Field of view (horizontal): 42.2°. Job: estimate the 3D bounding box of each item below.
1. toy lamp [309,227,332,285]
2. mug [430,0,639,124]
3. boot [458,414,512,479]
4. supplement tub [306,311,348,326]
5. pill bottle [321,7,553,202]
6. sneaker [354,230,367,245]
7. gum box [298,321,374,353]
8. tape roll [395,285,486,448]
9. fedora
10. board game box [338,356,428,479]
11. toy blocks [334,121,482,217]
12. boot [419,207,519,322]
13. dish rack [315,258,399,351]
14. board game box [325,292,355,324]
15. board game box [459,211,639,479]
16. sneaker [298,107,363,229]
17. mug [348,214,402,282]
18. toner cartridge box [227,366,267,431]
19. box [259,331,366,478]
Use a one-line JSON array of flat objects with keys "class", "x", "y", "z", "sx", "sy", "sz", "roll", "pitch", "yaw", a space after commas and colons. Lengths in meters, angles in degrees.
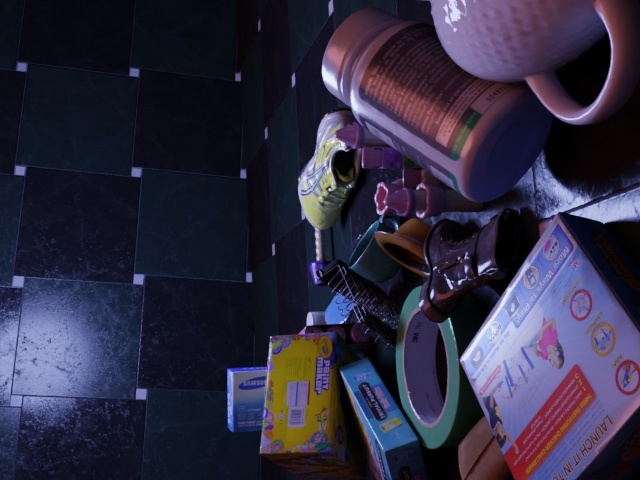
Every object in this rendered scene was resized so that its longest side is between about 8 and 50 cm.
[{"class": "toy lamp", "x": 0.000, "y": 0.000, "z": 2.510, "sx": 0.080, "sy": 0.080, "sz": 0.274, "roll": 137, "pitch": 134, "yaw": -69}, {"class": "mug", "x": 0.302, "y": -0.328, "z": 1.087, "sx": 0.328, "sy": 0.276, "sz": 0.374, "roll": 114, "pitch": 138, "yaw": -64}, {"class": "boot", "x": 0.315, "y": 0.373, "z": 1.374, "sx": 0.269, "sy": 0.089, "sz": 0.236, "roll": 109, "pitch": 168, "yaw": -47}, {"class": "supplement tub", "x": 0.020, "y": 0.238, "z": 2.376, "sx": 0.071, "sy": 0.107, "sz": 0.070, "roll": 179, "pitch": 90, "yaw": -74}, {"class": "pill bottle", "x": 0.180, "y": -0.235, "z": 1.367, "sx": 0.361, "sy": 0.204, "sz": 0.204, "roll": 40, "pitch": 135, "yaw": 33}, {"class": "sneaker", "x": 0.124, "y": 0.020, "z": 2.089, "sx": 0.152, "sy": 0.058, "sz": 0.084, "roll": -138, "pitch": 41, "yaw": -78}, {"class": "gum box", "x": 0.033, "y": 0.260, "z": 2.179, "sx": 0.107, "sy": 0.189, "sz": 0.062, "roll": 123, "pitch": 142, "yaw": -64}, {"class": "tape roll", "x": 0.240, "y": 0.248, "z": 1.649, "sx": 0.321, "sy": 0.077, "sz": 0.321, "roll": 179, "pitch": 90, "yaw": -75}, {"class": "fedora", "x": 0.203, "y": 0.009, "z": 1.704, "sx": 0.079, "sy": 0.194, "sz": 0.194, "roll": -56, "pitch": 12, "yaw": -11}, {"class": "board game box", "x": 0.146, "y": 0.454, "z": 1.838, "sx": 0.336, "sy": 0.079, "sz": 0.253, "roll": -124, "pitch": 17, "yaw": -64}, {"class": "toy blocks", "x": 0.143, "y": -0.186, "z": 1.643, "sx": 0.309, "sy": 0.260, "sz": 0.288, "roll": -165, "pitch": 75, "yaw": -74}, {"class": "boot", "x": 0.279, "y": 0.013, "z": 1.490, "sx": 0.229, "sy": 0.091, "sz": 0.262, "roll": -49, "pitch": 20, "yaw": 45}, {"class": "dish rack", "x": 0.111, "y": 0.166, "z": 1.907, "sx": 0.074, "sy": 0.208, "sz": 0.271, "roll": -46, "pitch": 34, "yaw": 15}, {"class": "board game box", "x": 0.080, "y": 0.165, "z": 2.231, "sx": 0.168, "sy": 0.033, "sz": 0.133, "roll": -58, "pitch": 23, "yaw": -5}, {"class": "board game box", "x": 0.344, "y": 0.174, "z": 1.141, "sx": 0.301, "sy": 0.086, "sz": 0.308, "roll": -109, "pitch": 36, "yaw": -48}, {"class": "sneaker", "x": 0.029, "y": -0.170, "z": 2.275, "sx": 0.147, "sy": 0.145, "sz": 0.384, "roll": -107, "pitch": 21, "yaw": -46}, {"class": "mug", "x": 0.147, "y": 0.023, "z": 1.919, "sx": 0.157, "sy": 0.097, "sz": 0.129, "roll": -57, "pitch": 7, "yaw": 7}, {"class": "toner cartridge box", "x": -0.078, "y": 0.430, "z": 2.288, "sx": 0.075, "sy": 0.348, "sz": 0.165, "roll": 174, "pitch": 95, "yaw": -73}, {"class": "box", "x": -0.005, "y": 0.411, "z": 2.035, "sx": 0.279, "sy": 0.177, "sz": 0.289, "roll": 53, "pitch": -145, "yaw": -57}]
